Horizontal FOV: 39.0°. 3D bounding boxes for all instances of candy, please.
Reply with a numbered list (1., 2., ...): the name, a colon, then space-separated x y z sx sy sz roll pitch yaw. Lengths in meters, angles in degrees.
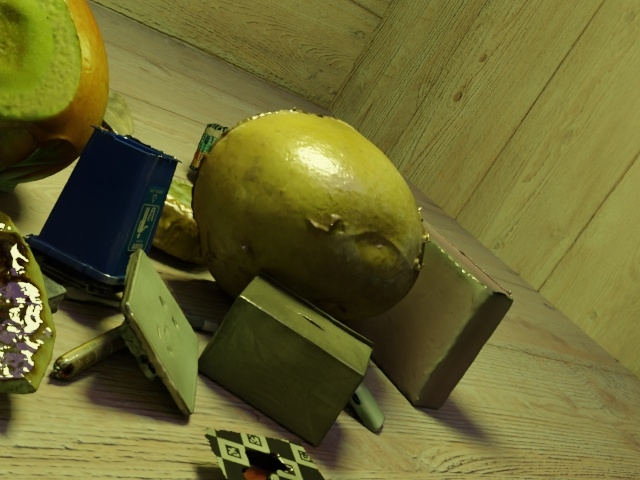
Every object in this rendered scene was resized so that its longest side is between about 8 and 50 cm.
1. candy: -0.291 -0.057 1.770 0.259 0.118 0.260 32 13 -8

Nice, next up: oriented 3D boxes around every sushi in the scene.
1. sushi: -0.044 0.352 1.139 0.192 0.043 0.279 19 20 -41

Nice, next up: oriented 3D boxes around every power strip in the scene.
1. power strip: -0.245 0.138 1.300 0.213 0.064 0.198 -100 167 -66

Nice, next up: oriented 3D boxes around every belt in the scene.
1. belt: -0.181 -0.169 2.260 0.295 0.161 0.206 24 0 -35

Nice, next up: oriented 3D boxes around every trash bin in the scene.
1. trash bin: -0.334 -0.048 1.397 0.184 0.235 0.162 25 5 10

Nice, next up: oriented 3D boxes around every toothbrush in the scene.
1. toothbrush: -0.284 0.111 1.447 0.288 0.024 0.026 19 6 -38

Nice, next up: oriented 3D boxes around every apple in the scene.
1. apple: -0.523 -0.274 1.441 0.374 0.374 0.384 39 3 23

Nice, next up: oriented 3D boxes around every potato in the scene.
1. potato: 0.000 0.000 1.628 0.442 0.386 0.319 17 19 -42

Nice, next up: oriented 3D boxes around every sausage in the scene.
1. sausage: -0.303 0.147 1.276 0.032 0.033 0.269 35 16 8

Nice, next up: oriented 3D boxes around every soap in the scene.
1. soap: 0.202 0.137 1.830 0.107 0.285 0.296 13 26 -45

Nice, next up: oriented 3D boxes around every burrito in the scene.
1. burrito: -0.485 -0.253 2.013 0.143 0.105 0.299 33 13 -15

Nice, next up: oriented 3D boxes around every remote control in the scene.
1. remote control: 0.059 0.252 1.581 0.166 0.029 0.065 58 17 2

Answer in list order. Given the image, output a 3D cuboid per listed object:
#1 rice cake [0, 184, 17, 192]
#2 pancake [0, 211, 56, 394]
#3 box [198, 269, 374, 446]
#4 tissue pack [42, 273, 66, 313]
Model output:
1. rice cake: -0.616 -0.167 1.604 0.245 0.042 0.045 39 22 25
2. pancake: -0.487 0.046 1.096 0.426 0.067 0.305 36 38 8
3. box: -0.051 0.181 1.438 0.231 0.155 0.149 34 16 0
4. tissue pack: -0.434 0.070 1.222 0.112 0.051 0.156 34 16 9
